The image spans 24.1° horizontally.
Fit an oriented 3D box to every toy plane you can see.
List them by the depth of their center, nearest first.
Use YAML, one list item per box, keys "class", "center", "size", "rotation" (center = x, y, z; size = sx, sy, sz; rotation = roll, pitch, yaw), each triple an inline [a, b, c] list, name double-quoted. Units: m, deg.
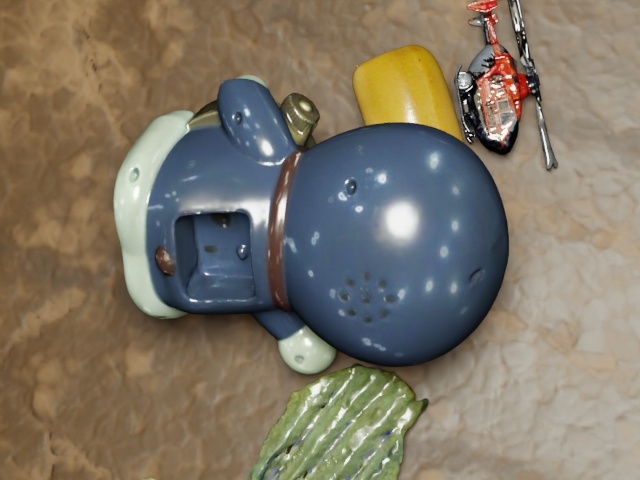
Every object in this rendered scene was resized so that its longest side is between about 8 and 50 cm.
- class: "toy plane"
  center: [0.120, -0.115, 1.012]
  size: [0.060, 0.037, 0.145]
  rotation: [-9, 81, 7]

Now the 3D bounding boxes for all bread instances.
- class: "bread"
  center: [0.062, -0.080, 1.006]
  size: [0.062, 0.049, 0.103]
  rotation: [-11, 75, -20]

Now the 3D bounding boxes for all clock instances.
- class: "clock"
  center: [0.000, 0.000, 0.963]
  size: [0.243, 0.146, 0.200]
  rotation: [5, 114, 17]

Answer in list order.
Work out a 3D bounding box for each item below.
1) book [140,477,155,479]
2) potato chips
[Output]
- class: "book"
  center: [-0.116, 0.322, 0.987]
  size: [0.202, 0.027, 0.264]
  rotation: [37, 96, 16]
- class: "potato chips"
  center: [-0.010, 0.173, 1.000]
  size: [0.092, 0.028, 0.207]
  rotation: [31, 89, 10]
